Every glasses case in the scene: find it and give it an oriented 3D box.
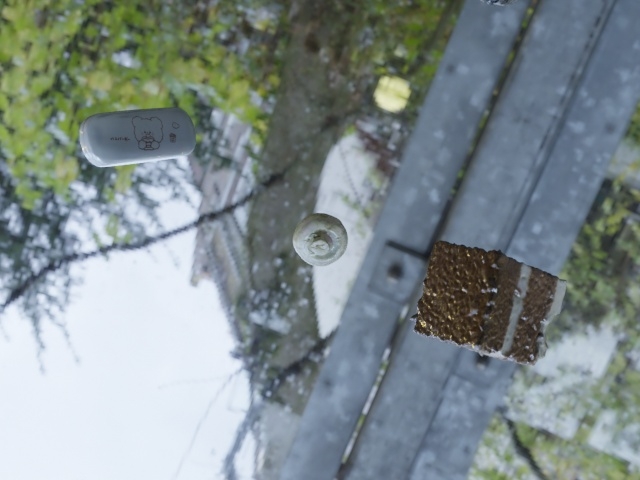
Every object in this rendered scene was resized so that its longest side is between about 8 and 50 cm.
[{"bbox_3d":[-0.255,-0.148,1.616,0.049,0.074,0.193,-13,179,42],"label":"glasses case"}]

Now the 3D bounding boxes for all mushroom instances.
[{"bbox_3d":[0.000,0.000,1.726,0.083,0.084,0.067,20,-157,-6],"label":"mushroom"}]

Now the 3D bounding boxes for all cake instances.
[{"bbox_3d":[0.220,0.083,1.483,0.147,0.135,0.134,17,178,-42],"label":"cake"}]

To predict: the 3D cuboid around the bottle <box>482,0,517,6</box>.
[{"bbox_3d":[0.115,-0.393,1.120,0.347,0.168,0.168,56,-155,6],"label":"bottle"}]
